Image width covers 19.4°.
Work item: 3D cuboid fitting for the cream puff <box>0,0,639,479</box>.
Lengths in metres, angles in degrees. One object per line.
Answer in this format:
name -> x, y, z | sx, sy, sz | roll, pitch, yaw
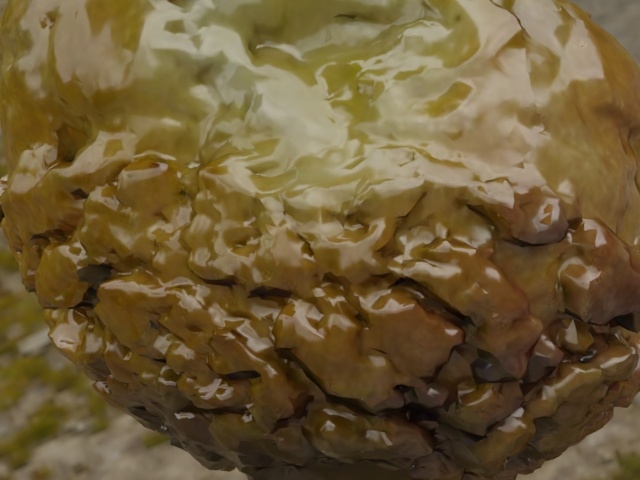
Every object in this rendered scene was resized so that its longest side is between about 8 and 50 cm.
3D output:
cream puff -> 0.000, 0.000, 0.881 | 0.327, 0.343, 0.231 | -15, 56, 54
